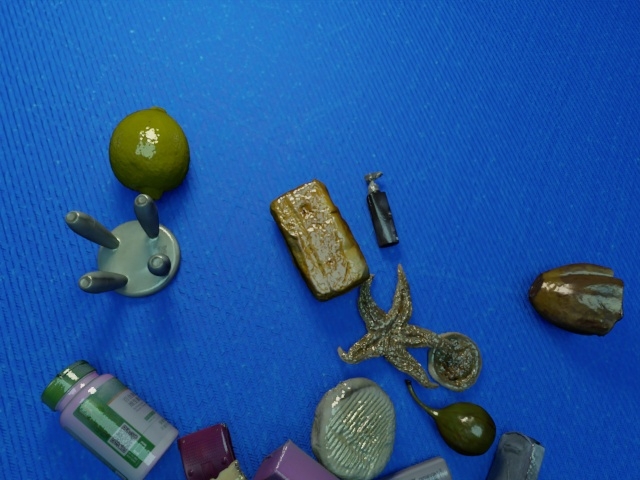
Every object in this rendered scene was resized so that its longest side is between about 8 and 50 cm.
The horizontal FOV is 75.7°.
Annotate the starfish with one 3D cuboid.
[{"bbox_3d":[0.198,0.231,1.043,0.302,0.060,0.299,37,68,8],"label":"starfish"}]

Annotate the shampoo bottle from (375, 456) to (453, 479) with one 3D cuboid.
[{"bbox_3d":[0.195,0.584,0.955,0.227,0.056,0.086,-15,80,-12],"label":"shampoo bottle"}]

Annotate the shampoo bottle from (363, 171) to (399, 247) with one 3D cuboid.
[{"bbox_3d":[0.163,-0.086,1.118,0.063,0.057,0.208,-11,78,-10],"label":"shampoo bottle"}]

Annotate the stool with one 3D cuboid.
[{"bbox_3d":[-0.431,0.024,0.932,0.195,0.199,0.196,-16,81,-13],"label":"stool"}]

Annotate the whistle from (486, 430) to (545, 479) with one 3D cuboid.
[{"bbox_3d":[0.421,0.652,0.917,0.188,0.168,0.405,0,72,-9],"label":"whistle"}]

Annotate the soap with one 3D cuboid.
[{"bbox_3d":[-0.014,0.550,0.866,0.259,0.181,0.081,38,43,1],"label":"soap"}]

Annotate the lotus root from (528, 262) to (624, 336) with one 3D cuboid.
[{"bbox_3d":[0.652,0.135,1.077,0.179,0.188,0.199,20,76,11],"label":"lotus root"}]

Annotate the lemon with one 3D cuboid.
[{"bbox_3d":[-0.414,-0.221,1.006,0.183,0.184,0.249,-1,77,-8],"label":"lemon"}]

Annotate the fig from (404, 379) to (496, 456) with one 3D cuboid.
[{"bbox_3d":[0.302,0.419,0.993,0.236,0.124,0.124,29,73,15],"label":"fig"}]

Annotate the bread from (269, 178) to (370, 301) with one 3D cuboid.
[{"bbox_3d":[0.000,0.000,1.034,0.166,0.132,0.295,-25,82,-13],"label":"bread"}]

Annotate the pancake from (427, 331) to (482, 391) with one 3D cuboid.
[{"bbox_3d":[0.348,0.312,1.062,0.151,0.025,0.152,2,74,-9],"label":"pancake"}]

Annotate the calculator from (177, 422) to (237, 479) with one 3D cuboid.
[{"bbox_3d":[-0.235,0.511,0.904,0.126,0.034,0.191,-23,81,7],"label":"calculator"}]

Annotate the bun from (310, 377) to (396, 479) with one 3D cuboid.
[{"bbox_3d":[0.072,0.421,0.937,0.220,0.134,0.221,7,77,-31],"label":"bun"}]

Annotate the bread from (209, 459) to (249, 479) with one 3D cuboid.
[{"bbox_3d":[-0.193,0.584,0.778,0.239,0.111,0.246,-39,123,-29],"label":"bread"}]

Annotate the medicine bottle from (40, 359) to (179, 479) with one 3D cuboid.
[{"bbox_3d":[-0.447,0.379,0.874,0.274,0.133,0.133,38,74,2],"label":"medicine bottle"}]
